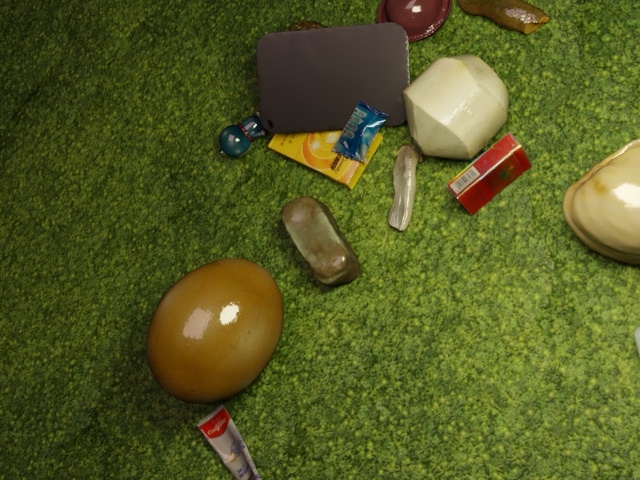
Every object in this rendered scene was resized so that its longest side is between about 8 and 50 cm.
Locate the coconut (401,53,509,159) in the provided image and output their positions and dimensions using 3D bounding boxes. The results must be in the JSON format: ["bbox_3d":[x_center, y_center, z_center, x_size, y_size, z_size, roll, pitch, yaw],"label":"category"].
[{"bbox_3d":[0.287,-0.284,1.767,0.241,0.241,0.241,-10,68,25],"label":"coconut"}]

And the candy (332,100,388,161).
[{"bbox_3d":[0.093,-0.255,1.906,0.088,0.038,0.136,31,98,21],"label":"candy"}]

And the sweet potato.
[{"bbox_3d":[0.411,-0.538,1.873,0.243,0.077,0.077,30,87,32],"label":"sweet potato"}]

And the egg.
[{"bbox_3d":[-0.235,0.201,1.819,0.282,0.282,0.351,35,89,33],"label":"egg"}]

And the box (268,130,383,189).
[{"bbox_3d":[0.008,-0.244,1.997,0.269,0.043,0.152,28,86,33],"label":"box"}]

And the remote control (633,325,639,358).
[{"bbox_3d":[0.730,0.186,1.451,0.296,0.056,0.140,-17,67,20],"label":"remote control"}]

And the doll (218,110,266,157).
[{"bbox_3d":[-0.204,-0.273,2.099,0.152,0.085,0.114,-38,44,-2],"label":"doll"}]

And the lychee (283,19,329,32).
[{"bbox_3d":[-0.033,-0.474,2.040,0.171,0.171,0.171,-10,68,25],"label":"lychee"}]

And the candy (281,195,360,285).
[{"bbox_3d":[0.000,0.000,1.874,0.102,0.104,0.234,-36,60,13],"label":"candy"}]

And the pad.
[{"bbox_3d":[0.033,-0.423,1.955,0.375,0.063,0.315,-1,98,13],"label":"pad"}]

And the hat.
[{"bbox_3d":[0.224,-0.581,1.979,0.205,0.089,0.205,-10,67,25],"label":"hat"}]

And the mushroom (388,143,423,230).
[{"bbox_3d":[0.194,-0.119,1.853,0.059,0.054,0.202,1,78,34],"label":"mushroom"}]

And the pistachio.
[{"bbox_3d":[0.621,-0.071,1.511,0.321,0.229,0.238,-2,113,22],"label":"pistachio"}]

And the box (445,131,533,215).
[{"bbox_3d":[0.363,-0.142,1.731,0.175,0.112,0.048,-40,58,9],"label":"box"}]

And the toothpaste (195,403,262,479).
[{"bbox_3d":[-0.182,0.503,1.824,0.075,0.048,0.301,-48,55,9],"label":"toothpaste"}]
